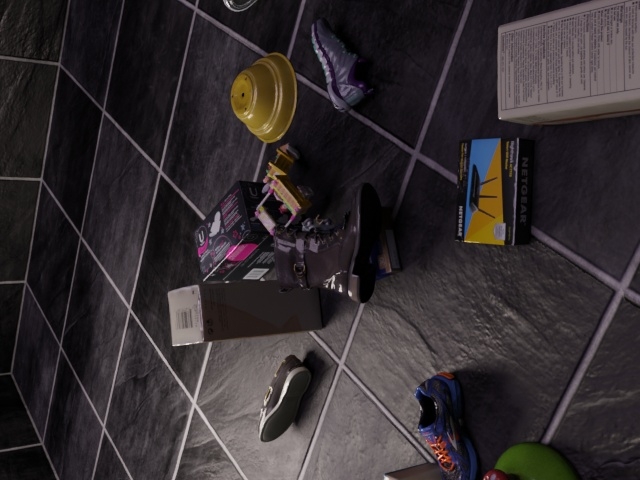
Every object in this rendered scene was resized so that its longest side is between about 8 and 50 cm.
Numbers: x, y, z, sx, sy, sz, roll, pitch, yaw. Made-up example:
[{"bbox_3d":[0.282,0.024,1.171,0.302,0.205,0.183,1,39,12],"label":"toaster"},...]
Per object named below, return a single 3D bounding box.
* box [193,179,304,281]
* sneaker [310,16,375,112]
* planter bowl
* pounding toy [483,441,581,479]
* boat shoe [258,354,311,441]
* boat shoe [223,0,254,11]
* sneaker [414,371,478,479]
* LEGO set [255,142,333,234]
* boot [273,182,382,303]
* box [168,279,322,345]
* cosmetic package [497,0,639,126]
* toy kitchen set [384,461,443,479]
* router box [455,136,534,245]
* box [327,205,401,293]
[{"bbox_3d":[-0.169,-0.018,1.872,0.247,0.163,0.142,-42,55,45],"label":"box"},{"bbox_3d":[0.053,-0.382,1.662,0.098,0.083,0.224,-24,73,26],"label":"sneaker"},{"bbox_3d":[-0.154,-0.346,1.903,0.217,0.090,0.217,1,91,53],"label":"planter bowl"},{"bbox_3d":[0.315,0.449,1.289,0.183,0.110,0.237,42,123,44],"label":"pounding toy"},{"bbox_3d":[-0.092,0.371,1.855,0.069,0.081,0.228,49,121,44],"label":"boat shoe"},{"bbox_3d":[-0.133,-0.638,1.851,0.306,0.113,0.105,-40,45,35],"label":"boat shoe"},{"bbox_3d":[0.217,0.353,1.434,0.083,0.087,0.221,-32,66,49],"label":"sneaker"},{"bbox_3d":[-0.086,-0.104,1.750,0.107,0.132,0.287,-51,44,27],"label":"LEGO set"},{"bbox_3d":[0.000,0.000,1.591,0.228,0.091,0.263,13,106,31],"label":"boot"},{"bbox_3d":[-0.161,0.154,1.743,0.148,0.311,0.121,-16,78,53],"label":"box"},{"bbox_3d":[0.407,-0.256,1.133,0.296,0.129,0.153,3,92,53],"label":"cosmetic package"},{"bbox_3d":[0.137,0.526,1.515,0.166,0.122,0.207,1,91,53],"label":"toy kitchen set"},{"bbox_3d":[0.295,-0.084,1.353,0.133,0.046,0.179,5,95,52],"label":"router box"},{"bbox_3d":[0.074,0.027,1.659,0.225,0.036,0.137,-26,70,51],"label":"box"}]
